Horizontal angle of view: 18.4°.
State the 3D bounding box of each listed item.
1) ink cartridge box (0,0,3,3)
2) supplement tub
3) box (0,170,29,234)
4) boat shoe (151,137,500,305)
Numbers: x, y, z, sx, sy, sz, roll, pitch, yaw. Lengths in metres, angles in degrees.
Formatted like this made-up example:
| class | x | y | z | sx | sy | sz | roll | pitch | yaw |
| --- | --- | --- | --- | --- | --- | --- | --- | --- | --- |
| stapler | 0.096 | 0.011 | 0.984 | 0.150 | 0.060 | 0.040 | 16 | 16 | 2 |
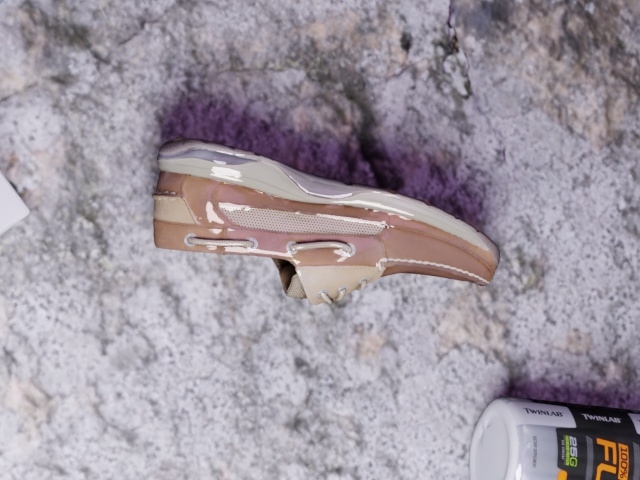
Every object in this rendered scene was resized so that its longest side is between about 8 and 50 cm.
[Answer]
| class | x | y | z | sx | sy | sz | roll | pitch | yaw |
| --- | --- | --- | --- | --- | --- | --- | --- | --- | --- |
| ink cartridge box | -0.303 | -0.317 | 1.727 | 0.186 | 0.065 | 0.311 | 46 | 75 | -9 |
| supplement tub | 0.243 | 0.209 | 1.822 | 0.190 | 0.117 | 0.117 | 7 | 82 | -17 |
| box | -0.353 | -0.050 | 1.666 | 0.130 | 0.091 | 0.170 | -38 | 96 | -18 |
| boat shoe | 0.000 | 0.000 | 1.771 | 0.324 | 0.123 | 0.116 | 15 | 87 | -10 |
